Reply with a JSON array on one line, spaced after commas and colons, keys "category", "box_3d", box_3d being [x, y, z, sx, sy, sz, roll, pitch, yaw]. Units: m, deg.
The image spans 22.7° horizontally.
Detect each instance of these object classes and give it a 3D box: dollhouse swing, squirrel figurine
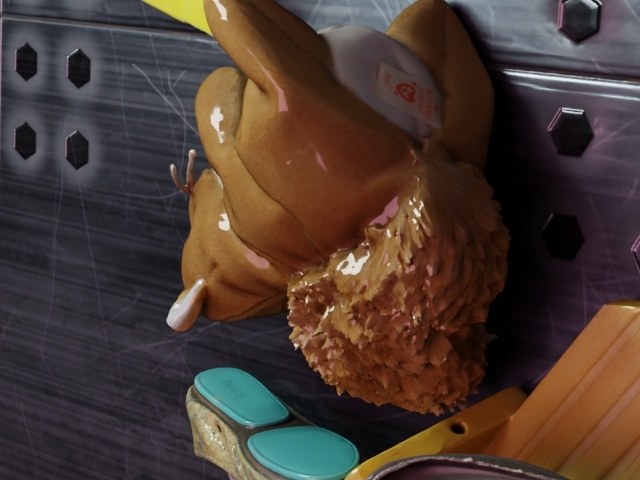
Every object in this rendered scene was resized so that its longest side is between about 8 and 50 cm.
[{"category": "dollhouse swing", "box_3d": [0.213, 0.272, 1.380, 0.347, 0.315, 0.305, 52, 144, 24]}, {"category": "squirrel figurine", "box_3d": [0.000, 0.000, 1.531, 0.370, 0.281, 0.397, -49, 62, 41]}]

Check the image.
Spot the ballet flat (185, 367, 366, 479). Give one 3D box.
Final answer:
[{"category": "ballet flat", "box_3d": [-0.046, 0.233, 1.652, 0.348, 0.123, 0.123, 28, 116, 61]}]

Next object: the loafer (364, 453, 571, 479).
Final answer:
[{"category": "loafer", "box_3d": [0.189, 0.245, 1.291, 0.366, 0.130, 0.133, 8, 77, 21]}]

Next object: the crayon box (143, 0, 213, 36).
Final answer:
[{"category": "crayon box", "box_3d": [-0.171, -0.366, 1.744, 0.318, 0.081, 0.202, 32, 116, 34]}]
